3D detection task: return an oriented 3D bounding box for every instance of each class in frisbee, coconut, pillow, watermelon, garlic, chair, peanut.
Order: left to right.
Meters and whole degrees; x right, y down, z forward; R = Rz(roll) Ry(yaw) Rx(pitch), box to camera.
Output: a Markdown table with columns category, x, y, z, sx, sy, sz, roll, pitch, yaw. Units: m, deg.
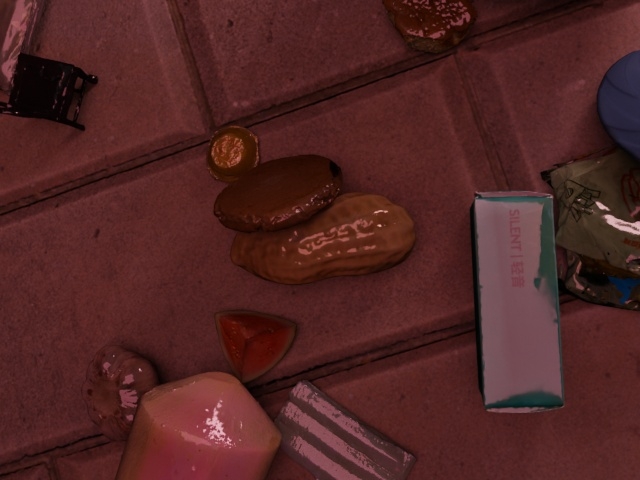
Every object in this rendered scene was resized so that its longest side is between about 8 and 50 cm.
| category | x | y | z | sx | sy | sz | roll | pitch | yaw |
| --- | --- | --- | --- | --- | --- | --- | --- | --- | --- |
| pillow | -0.570 | -0.392 | 1.456 | 0.169 | 0.059 | 0.255 | 17 | 91 | 10 |
| chair | -0.477 | -0.252 | 1.348 | 0.106 | 0.229 | 0.113 | 14 | 92 | 9 |
| garlic | -0.328 | 0.256 | 1.361 | 0.147 | 0.102 | 0.159 | -41 | 70 | 18 |
| coconut | -0.188 | 0.325 | 1.273 | 0.233 | 0.233 | 0.245 | 22 | 91 | 10 |
| watermelon | -0.105 | 0.157 | 1.334 | 0.135 | 0.094 | 0.125 | -22 | 76 | 3 |
| peanut | 0.000 | 0.000 | 1.304 | 0.305 | 0.147 | 0.147 | -12 | 85 | 8 |
| frisbee | 0.560 | -0.206 | 1.199 | 0.289 | 0.049 | 0.290 | -3 | 54 | 4 |

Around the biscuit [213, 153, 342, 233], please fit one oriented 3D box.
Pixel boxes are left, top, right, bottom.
| category | x | y | z | sx | sy | sz | roll | pitch | yaw |
| --- | --- | --- | --- | --- | --- | --- | --- | --- | --- |
| biscuit | -0.066 | -0.074 | 1.290 | 0.225 | 0.226 | 0.042 | -14 | 119 | 8 |

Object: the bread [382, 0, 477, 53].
| category | x | y | z | sx | sy | sz | roll | pitch | yaw |
| --- | --- | --- | --- | --- | --- | --- | --- | --- | --- |
| bread | 0.177 | -0.376 | 1.330 | 0.127 | 0.069 | 0.140 | -35 | 81 | 7 |

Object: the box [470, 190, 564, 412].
| category | x | y | z | sx | sy | sz | roll | pitch | yaw |
| --- | --- | --- | --- | --- | --- | --- | --- | --- | --- |
| box | 0.290 | 0.088 | 1.218 | 0.118 | 0.205 | 0.312 | -3 | 86 | 7 |

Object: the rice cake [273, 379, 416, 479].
| category | x | y | z | sx | sy | sz | roll | pitch | yaw |
| --- | --- | --- | --- | --- | --- | --- | --- | --- | --- |
| rice cake | 0.033 | 0.341 | 1.326 | 0.237 | 0.043 | 0.127 | 31 | 93 | 10 |

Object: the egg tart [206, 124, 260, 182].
| category | x | y | z | sx | sy | sz | roll | pitch | yaw |
| --- | --- | --- | --- | --- | --- | --- | --- | --- | --- |
| egg tart | -0.153 | -0.149 | 1.385 | 0.105 | 0.039 | 0.105 | -1 | 86 | 11 |

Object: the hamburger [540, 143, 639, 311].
| category | x | y | z | sx | sy | sz | roll | pitch | yaw |
| --- | --- | --- | --- | --- | --- | --- | --- | --- | --- |
| hamburger | 0.474 | -0.025 | 1.223 | 0.260 | 0.150 | 0.276 | -3 | 87 | 10 |
